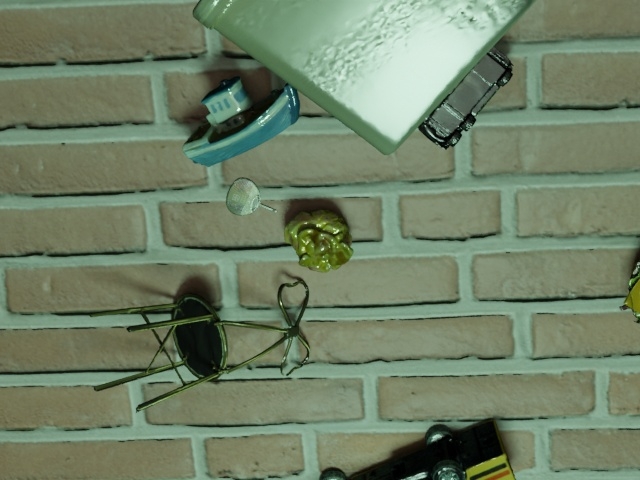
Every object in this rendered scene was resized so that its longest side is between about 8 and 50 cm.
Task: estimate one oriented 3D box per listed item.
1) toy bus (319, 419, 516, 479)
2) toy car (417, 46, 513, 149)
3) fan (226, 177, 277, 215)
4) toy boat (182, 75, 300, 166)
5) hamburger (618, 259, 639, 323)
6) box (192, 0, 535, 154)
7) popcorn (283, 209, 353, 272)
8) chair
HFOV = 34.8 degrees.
[{"bbox_3d":[0.155,0.414,1.697,0.335,0.121,0.123,-25,112,8],"label":"toy bus"},{"bbox_3d":[0.215,-0.217,1.528,0.071,0.062,0.165,37,105,-10],"label":"toy car"},{"bbox_3d":[-0.116,-0.058,1.621,0.060,0.003,0.080,-37,102,13],"label":"fan"},{"bbox_3d":[-0.124,-0.187,1.514,0.215,0.088,0.102,-19,116,29],"label":"toy boat"},{"bbox_3d":[0.559,0.066,1.586,0.164,0.093,0.189,42,105,-12],"label":"hamburger"},{"bbox_3d":[0.068,-0.352,1.403,0.343,0.177,0.352,36,116,-15],"label":"box"},{"bbox_3d":[-0.001,-0.001,1.595,0.109,0.089,0.097,38,94,-6],"label":"popcorn"},{"bbox_3d":[-0.187,0.158,1.626,0.325,0.170,0.160,-14,107,-39],"label":"chair"}]
